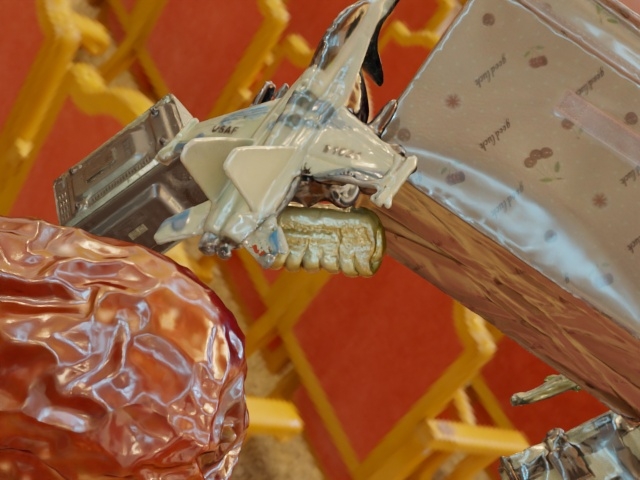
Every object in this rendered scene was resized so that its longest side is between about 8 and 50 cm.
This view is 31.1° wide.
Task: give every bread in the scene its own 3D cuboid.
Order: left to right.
[{"bbox_3d":[0.000,0.000,0.765,0.033,0.088,0.049,97,-6,-82],"label":"bread"}]

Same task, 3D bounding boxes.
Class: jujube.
[{"bbox_3d":[-0.113,0.046,0.433,0.176,0.112,0.109,16,0,13],"label":"jujube"}]

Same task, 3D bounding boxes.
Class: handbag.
[{"bbox_3d":[0.428,0.357,1.468,0.327,0.325,0.162,61,-3,16],"label":"handbag"}]

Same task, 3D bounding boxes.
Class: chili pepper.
[{"bbox_3d":[0.313,0.180,1.459,0.027,0.022,0.083,30,-10,-12],"label":"chili pepper"}]

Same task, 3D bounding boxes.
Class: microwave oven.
[{"bbox_3d":[-0.232,-0.069,1.488,0.129,0.205,0.163,50,8,-33],"label":"microwave oven"}]

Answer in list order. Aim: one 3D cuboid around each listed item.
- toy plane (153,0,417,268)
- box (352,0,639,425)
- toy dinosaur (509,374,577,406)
[{"bbox_3d":[0.002,-0.085,0.745,0.262,0.192,0.088,-49,135,-30],"label":"toy plane"},{"bbox_3d":[0.186,-0.027,0.833,0.297,0.190,0.225,36,-11,6],"label":"box"},{"bbox_3d":[0.374,0.106,1.268,0.363,0.147,0.076,-18,77,-30],"label":"toy dinosaur"}]
